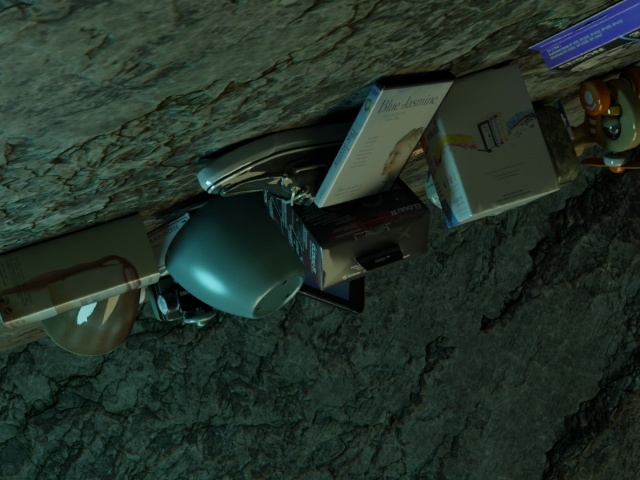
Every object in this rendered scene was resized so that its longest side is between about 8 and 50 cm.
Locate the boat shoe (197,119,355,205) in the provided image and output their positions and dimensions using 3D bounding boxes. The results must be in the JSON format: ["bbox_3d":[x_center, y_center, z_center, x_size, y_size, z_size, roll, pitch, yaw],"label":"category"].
[{"bbox_3d":[-0.036,-0.117,1.436,0.335,0.119,0.121,-18,175,-25],"label":"boat shoe"}]

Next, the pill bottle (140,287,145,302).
[{"bbox_3d":[-0.589,0.156,2.345,0.215,0.117,0.117,-15,173,-45],"label":"pill bottle"}]

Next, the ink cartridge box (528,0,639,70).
[{"bbox_3d":[0.480,-0.343,1.431,0.206,0.045,0.208,-23,173,38],"label":"ink cartridge box"}]

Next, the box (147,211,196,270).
[{"bbox_3d":[-0.238,-0.016,1.975,0.169,0.087,0.290,-23,174,37],"label":"box"}]

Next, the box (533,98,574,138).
[{"bbox_3d":[0.537,-0.268,2.140,0.042,0.109,0.178,-16,174,-32],"label":"box"}]

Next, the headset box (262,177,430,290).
[{"bbox_3d":[0.047,-0.048,1.568,0.218,0.293,0.110,-19,133,-19],"label":"headset box"}]

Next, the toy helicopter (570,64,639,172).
[{"bbox_3d":[0.678,-0.257,2.089,0.140,0.235,0.355,-19,176,-13],"label":"toy helicopter"}]

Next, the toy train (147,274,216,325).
[{"bbox_3d":[-0.247,0.102,2.035,0.334,0.142,0.190,-19,-172,-32],"label":"toy train"}]

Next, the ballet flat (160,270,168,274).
[{"bbox_3d":[-0.417,0.054,2.094,0.248,0.086,0.086,-20,176,5],"label":"ballet flat"}]

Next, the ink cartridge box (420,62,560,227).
[{"bbox_3d":[0.284,-0.164,1.526,0.168,0.232,0.171,-17,176,-7],"label":"ink cartridge box"}]

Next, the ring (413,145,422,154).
[{"bbox_3d":[0.202,-0.219,1.811,0.337,0.032,0.336,-20,176,-1],"label":"ring"}]

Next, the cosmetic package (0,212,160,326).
[{"bbox_3d":[-0.469,0.061,1.649,0.296,0.129,0.153,-19,174,-14],"label":"cosmetic package"}]

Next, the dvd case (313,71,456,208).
[{"bbox_3d":[0.103,-0.162,1.395,0.180,0.022,0.253,-15,145,-42],"label":"dvd case"}]

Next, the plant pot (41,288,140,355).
[{"bbox_3d":[-0.477,0.106,1.865,0.215,0.215,0.230,-16,160,-36],"label":"plant pot"}]

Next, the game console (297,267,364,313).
[{"bbox_3d":[0.060,0.016,2.093,0.173,0.250,0.293,-20,149,40],"label":"game console"}]

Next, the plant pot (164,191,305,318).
[{"bbox_3d":[-0.144,0.044,1.767,0.290,0.195,0.290,-35,159,-15],"label":"plant pot"}]

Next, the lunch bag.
[{"bbox_3d":[0.425,-0.179,2.070,0.256,0.212,0.305,-18,174,-32],"label":"lunch bag"}]
